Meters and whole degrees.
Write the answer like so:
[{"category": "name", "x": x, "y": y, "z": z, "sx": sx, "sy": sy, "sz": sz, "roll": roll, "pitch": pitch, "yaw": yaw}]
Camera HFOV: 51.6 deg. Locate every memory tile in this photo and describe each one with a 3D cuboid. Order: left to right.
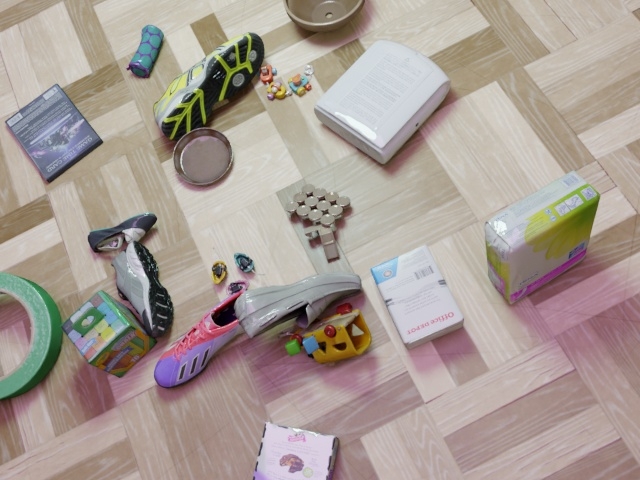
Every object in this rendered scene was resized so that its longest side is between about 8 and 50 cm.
[{"category": "memory tile", "x": -0.007, "y": -0.092, "z": 1.706, "sx": 0.148, "sy": 0.012, "sz": 0.113, "roll": 21, "pitch": 54, "yaw": 27}]

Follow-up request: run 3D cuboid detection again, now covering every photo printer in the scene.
[{"category": "photo printer", "x": 0.173, "y": -0.384, "z": 1.766, "sx": 0.256, "sy": 0.107, "sz": 0.307, "roll": 37, "pitch": 78, "yaw": 21}]

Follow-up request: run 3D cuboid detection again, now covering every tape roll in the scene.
[{"category": "tape roll", "x": -0.822, "y": 0.241, "z": 1.668, "sx": 0.322, "sy": 0.077, "sz": 0.321, "roll": 0, "pitch": 79, "yaw": 0}]

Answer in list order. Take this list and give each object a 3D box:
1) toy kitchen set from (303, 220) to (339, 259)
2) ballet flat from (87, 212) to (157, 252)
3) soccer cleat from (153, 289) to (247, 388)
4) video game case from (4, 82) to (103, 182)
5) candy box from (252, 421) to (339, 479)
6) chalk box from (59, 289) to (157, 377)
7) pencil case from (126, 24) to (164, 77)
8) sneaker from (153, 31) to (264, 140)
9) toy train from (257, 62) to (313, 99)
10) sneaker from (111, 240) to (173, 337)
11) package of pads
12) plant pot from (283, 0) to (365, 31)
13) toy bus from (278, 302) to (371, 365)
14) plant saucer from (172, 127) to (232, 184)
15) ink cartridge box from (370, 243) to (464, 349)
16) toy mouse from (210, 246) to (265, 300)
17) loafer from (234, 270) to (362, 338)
[{"category": "toy kitchen set", "x": 0.000, "y": 0.000, "z": 1.683, "sx": 0.068, "sy": 0.075, "sz": 0.083, "roll": -16, "pitch": 26, "yaw": 0}, {"category": "ballet flat", "x": -0.524, "y": -0.012, "z": 1.762, "sx": 0.203, "sy": 0.074, "sz": 0.074, "roll": -17, "pitch": 66, "yaw": 10}, {"category": "soccer cleat", "x": -0.279, "y": 0.229, "z": 1.592, "sx": 0.318, "sy": 0.116, "sz": 0.108, "roll": -37, "pitch": 67, "yaw": -6}, {"category": "video game case", "x": -0.791, "y": -0.322, "z": 1.960, "sx": 0.196, "sy": 0.026, "sz": 0.274, "roll": -39, "pitch": 68, "yaw": -7}, {"category": "candy box", "x": -0.059, "y": 0.516, "z": 1.461, "sx": 0.165, "sy": 0.070, "sz": 0.196, "roll": 8, "pitch": 70, "yaw": 14}, {"category": "chalk box", "x": -0.513, "y": 0.219, "z": 1.585, "sx": 0.132, "sy": 0.213, "sz": 0.132, "roll": -43, "pitch": 67, "yaw": -8}, {"category": "pencil case", "x": -0.525, "y": -0.569, "z": 1.991, "sx": 0.070, "sy": 0.064, "sz": 0.151, "roll": 15, "pitch": 70, "yaw": -1}, {"category": "sneaker", "x": -0.324, "y": -0.456, "z": 1.859, "sx": 0.385, "sy": 0.145, "sz": 0.147, "roll": -42, "pitch": 53, "yaw": -6}, {"category": "toy train", "x": -0.105, "y": -0.465, "z": 1.883, "sx": 0.167, "sy": 0.046, "sz": 0.125, "roll": -2, "pitch": 68, "yaw": 10}, {"category": "sneaker", "x": -0.456, "y": 0.134, "z": 1.684, "sx": 0.108, "sy": 0.100, "sz": 0.271, "roll": -33, "pitch": 61, "yaw": 9}, {"category": "package of pads", "x": 0.473, "y": 0.003, "z": 1.450, "sx": 0.229, "sy": 0.296, "sz": 0.101, "roll": -30, "pitch": 58, "yaw": -3}, {"category": "plant pot", "x": 0.017, "y": -0.682, "z": 1.915, "sx": 0.238, "sy": 0.109, "sz": 0.237, "roll": -4, "pitch": 67, "yaw": 9}, {"category": "toy bus", "x": 0.018, "y": 0.236, "z": 1.539, "sx": 0.191, "sy": 0.202, "sz": 0.104, "roll": -26, "pitch": 96, "yaw": -8}, {"category": "plant saucer", "x": -0.322, "y": -0.229, "z": 1.826, "sx": 0.169, "sy": 0.029, "sz": 0.168, "roll": -1, "pitch": 75, "yaw": 5}, {"category": "ink cartridge box", "x": 0.226, "y": 0.135, "z": 1.556, "sx": 0.148, "sy": 0.086, "sz": 0.203, "roll": -23, "pitch": 67, "yaw": 1}, {"category": "toy mouse", "x": -0.206, "y": 0.090, "z": 1.682, "sx": 0.143, "sy": 0.031, "sz": 0.160, "roll": -3, "pitch": 68, "yaw": 9}, {"category": "loafer", "x": -0.041, "y": 0.151, "z": 1.547, "sx": 0.320, "sy": 0.112, "sz": 0.111, "roll": -13, "pitch": 67, "yaw": -22}]
